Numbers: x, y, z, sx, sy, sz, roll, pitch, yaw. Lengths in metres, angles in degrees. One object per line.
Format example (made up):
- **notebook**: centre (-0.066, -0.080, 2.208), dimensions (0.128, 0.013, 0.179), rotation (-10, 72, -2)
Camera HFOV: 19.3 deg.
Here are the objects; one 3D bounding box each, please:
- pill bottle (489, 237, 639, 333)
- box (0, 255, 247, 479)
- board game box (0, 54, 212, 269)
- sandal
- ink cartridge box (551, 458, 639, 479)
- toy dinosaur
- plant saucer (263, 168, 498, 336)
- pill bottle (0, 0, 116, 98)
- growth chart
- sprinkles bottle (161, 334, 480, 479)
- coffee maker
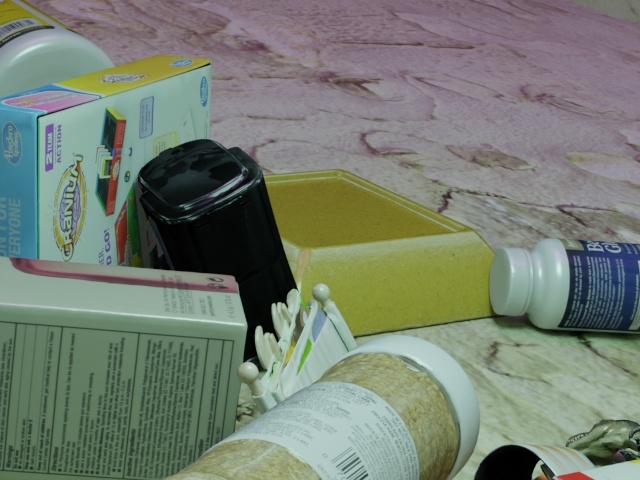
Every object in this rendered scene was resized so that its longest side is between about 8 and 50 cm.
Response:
- **pill bottle**: centre (0.263, 0.046, 1.924), dimensions (0.169, 0.094, 0.094), rotation (3, 18, -14)
- **box**: centre (-0.181, 0.103, 1.452), dimensions (0.232, 0.149, 0.127), rotation (6, 16, -9)
- **board game box**: centre (-0.199, -0.028, 1.704), dimensions (0.064, 0.242, 0.316), rotation (9, 16, 22)
- **sandal**: centre (0.151, 0.198, 1.416), dimensions (0.102, 0.076, 0.265), rotation (22, 22, 39)
- **ink cartridge box**: centre (0.218, 0.222, 1.270), dimensions (0.231, 0.134, 0.078), rotation (-4, 22, -36)
- **toy dinosaur**: centre (0.309, 0.197, 1.526), dimensions (0.268, 0.064, 0.118), rotation (22, 15, 30)
- **plant saucer**: centre (0.000, 0.000, 1.983), dimensions (0.332, 0.081, 0.333), rotation (-5, 22, -39)
- **pill bottle**: centre (-0.379, -0.193, 2.248), dimensions (0.188, 0.188, 0.334), rotation (-2, 20, -30)
- **growth chart**: centre (0.002, 0.120, 1.487), dimensions (0.021, 0.172, 0.237), rotation (-22, 10, 20)
- **sprinkles bottle**: centre (-0.003, 0.160, 1.246), dimensions (0.121, 0.121, 0.355), rotation (14, 16, 20)
- **coffee maker**: centre (-0.076, 0.014, 1.692), dimensions (0.171, 0.178, 0.120), rotation (16, 48, 37)
